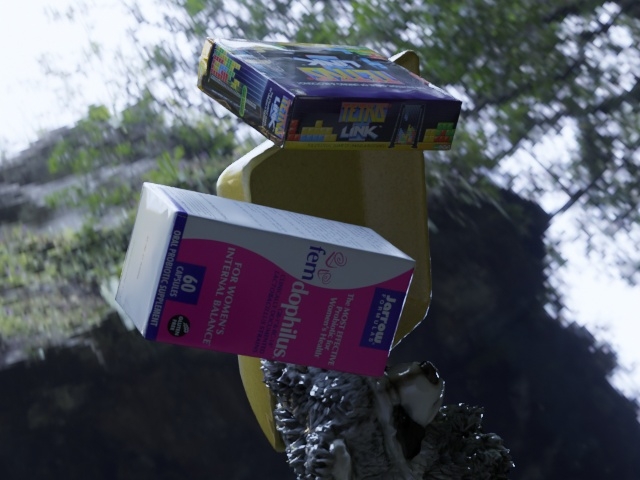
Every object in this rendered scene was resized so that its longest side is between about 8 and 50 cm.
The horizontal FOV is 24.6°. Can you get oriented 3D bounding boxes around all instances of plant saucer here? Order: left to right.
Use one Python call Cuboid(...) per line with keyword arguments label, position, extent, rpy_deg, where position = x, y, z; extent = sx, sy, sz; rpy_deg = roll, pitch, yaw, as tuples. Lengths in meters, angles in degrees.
Cuboid(label="plant saucer", position=(0.000, 0.000, 1.552), extent=(0.333, 0.081, 0.333), rpy_deg=(-39, -48, -47))

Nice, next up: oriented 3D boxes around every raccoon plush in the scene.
Cuboid(label="raccoon plush", position=(0.003, 0.300, 1.469), extent=(0.299, 0.216, 0.446), rpy_deg=(16, -75, -46))

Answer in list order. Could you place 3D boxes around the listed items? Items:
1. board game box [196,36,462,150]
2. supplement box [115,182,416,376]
Cuboid(label="board game box", position=(0.007, -0.120, 1.199), extent=(0.170, 0.141, 0.048), rpy_deg=(-3, -65, -36))
Cuboid(label="supplement box", position=(-0.047, 0.034, 1.252), extent=(0.220, 0.114, 0.111), rpy_deg=(11, -79, -23))
